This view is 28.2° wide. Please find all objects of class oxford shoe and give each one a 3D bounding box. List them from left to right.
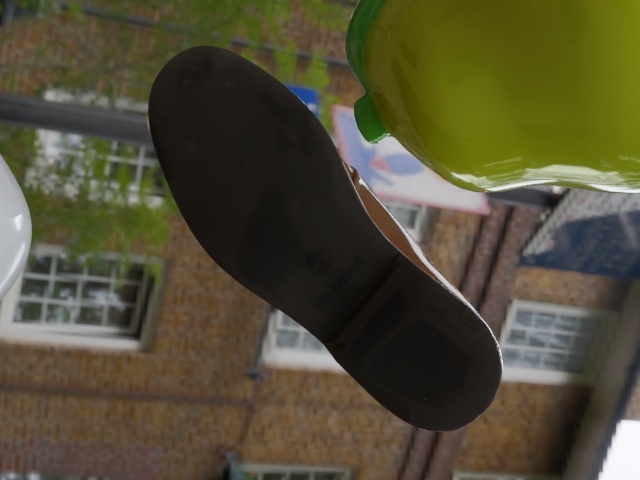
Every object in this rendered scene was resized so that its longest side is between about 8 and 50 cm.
[{"bbox_3d":[0.000,0.000,0.580,0.076,0.076,0.212,-42,-100,8],"label":"oxford shoe"}]

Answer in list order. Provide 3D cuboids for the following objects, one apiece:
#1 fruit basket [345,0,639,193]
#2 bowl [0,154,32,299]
[{"bbox_3d":[0.210,-0.126,0.578,0.392,0.283,0.392,19,-55,29],"label":"fruit basket"},{"bbox_3d":[-0.150,-0.011,0.299,0.142,0.142,0.053,-43,-168,-21],"label":"bowl"}]
